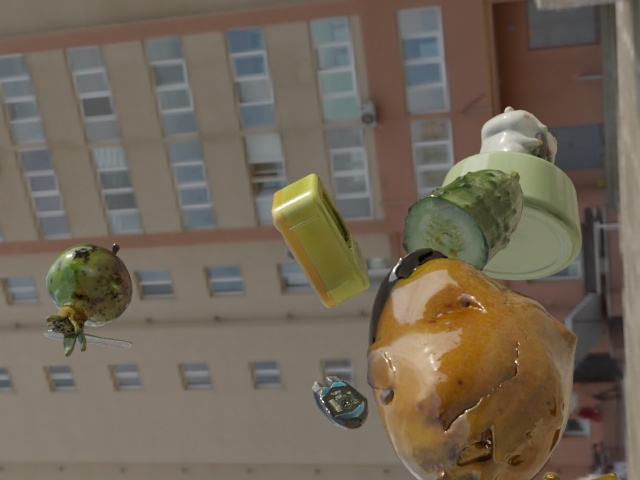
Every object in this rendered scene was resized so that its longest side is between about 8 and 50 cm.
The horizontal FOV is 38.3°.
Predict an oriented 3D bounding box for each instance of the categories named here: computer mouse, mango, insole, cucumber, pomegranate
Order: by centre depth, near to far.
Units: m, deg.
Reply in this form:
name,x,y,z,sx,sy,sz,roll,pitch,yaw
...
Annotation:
name,x,y,z,sx,sy,sz,roll,pitch,yaw
mango,0.144,0.124,0.880,0.287,0.201,0.153,-72,-33,-57
cucumber,0.226,-0.043,1.319,0.244,0.134,0.134,-36,-54,-44
pomegranate,-0.415,0.097,1.644,0.220,0.156,0.156,-99,-2,-59
computer mouse,0.036,0.302,1.694,0.135,0.079,0.047,45,147,42
insole,-0.510,0.218,2.030,0.065,0.193,0.006,139,138,-56

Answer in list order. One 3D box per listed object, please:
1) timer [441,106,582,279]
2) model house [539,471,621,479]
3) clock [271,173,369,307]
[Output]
name,x,y,z,sx,sy,sz,roll,pitch,yaw
timer,0.379,-0.124,1.823,0.291,0.290,0.315,68,-148,-54
model house,0.436,0.490,1.393,0.173,0.239,0.268,-14,-99,-45
clock,0.000,0.000,1.573,0.202,0.096,0.143,59,-172,-18
